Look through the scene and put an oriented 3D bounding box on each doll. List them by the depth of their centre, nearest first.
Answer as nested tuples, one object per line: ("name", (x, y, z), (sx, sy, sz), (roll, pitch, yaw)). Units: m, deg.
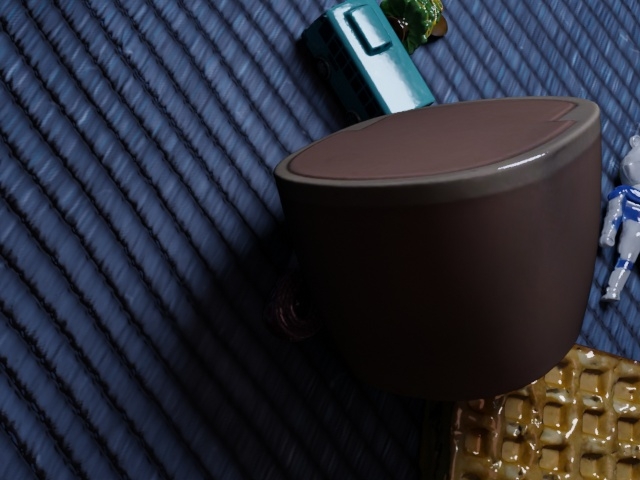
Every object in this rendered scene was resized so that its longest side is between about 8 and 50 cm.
("doll", (0.127, -0.284, 0.941), (0.113, 0.076, 0.078), (-37, 96, -25))
("doll", (0.415, -0.026, 0.988), (0.114, 0.057, 0.227), (9, 81, -11))

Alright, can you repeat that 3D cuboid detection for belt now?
("belt", (0.000, 0.000, 0.827), (0.071, 0.053, 0.232), (22, 71, -16))

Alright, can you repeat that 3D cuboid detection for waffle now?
("waffle", (0.263, 0.222, 0.841), (0.308, 0.091, 0.213), (15, 71, -15))

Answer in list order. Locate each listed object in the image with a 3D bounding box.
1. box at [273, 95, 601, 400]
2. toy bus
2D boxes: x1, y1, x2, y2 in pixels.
("box", (0.123, -0.003, 0.724), (0.301, 0.301, 0.216), (-23, 113, -24))
("toy bus", (0.055, -0.202, 0.882), (0.079, 0.092, 0.160), (-28, 86, -26))
